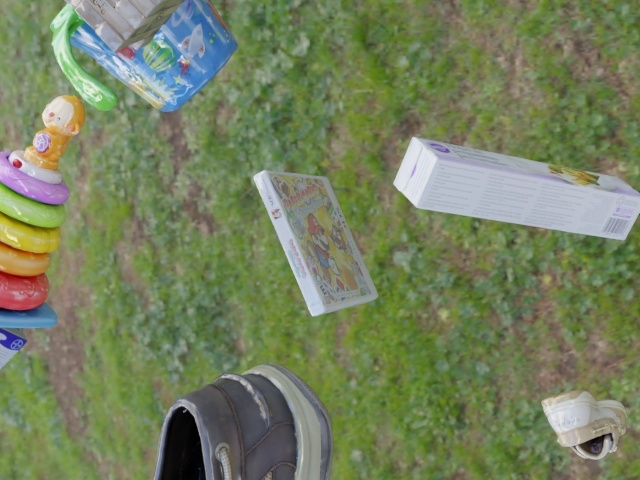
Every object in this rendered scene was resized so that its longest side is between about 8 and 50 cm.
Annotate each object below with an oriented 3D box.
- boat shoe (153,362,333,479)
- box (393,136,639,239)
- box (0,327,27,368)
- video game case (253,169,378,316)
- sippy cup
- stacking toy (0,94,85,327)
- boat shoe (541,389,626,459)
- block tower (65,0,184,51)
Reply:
[{"bbox_3d":[-0.098,0.263,0.673,0.132,0.130,0.356,14,95,49],"label":"boat shoe"},{"bbox_3d":[0.243,-0.058,1.073,0.063,0.323,0.067,54,131,52],"label":"box"},{"bbox_3d":[-0.588,0.175,1.510,0.137,0.126,0.072,-46,53,1],"label":"box"},{"bbox_3d":[0.000,0.000,1.297,0.026,0.227,0.206,-26,82,21],"label":"video game case"},{"bbox_3d":[-0.260,-0.330,1.415,0.224,0.305,0.240,46,177,-17],"label":"sippy cup"},{"bbox_3d":[-0.375,-0.048,1.135,0.175,0.165,0.302,37,102,30],"label":"stacking toy"},{"bbox_3d":[0.274,0.194,0.925,0.063,0.170,0.059,-24,63,29],"label":"boat shoe"},{"bbox_3d":[-0.117,-0.318,0.848,0.091,0.097,0.335,46,120,-5],"label":"block tower"}]
